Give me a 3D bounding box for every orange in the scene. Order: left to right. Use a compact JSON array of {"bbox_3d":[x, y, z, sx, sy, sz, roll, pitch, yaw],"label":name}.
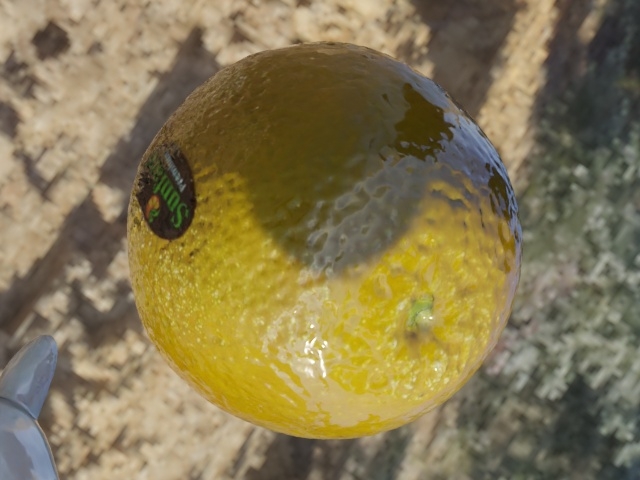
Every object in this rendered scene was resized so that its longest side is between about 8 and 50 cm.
[{"bbox_3d":[0.000,0.000,0.830,0.236,0.236,0.236,-55,174,-9],"label":"orange"}]

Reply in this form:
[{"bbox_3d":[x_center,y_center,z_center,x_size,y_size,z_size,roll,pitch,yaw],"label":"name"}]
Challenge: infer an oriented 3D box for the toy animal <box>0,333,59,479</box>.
[{"bbox_3d":[-0.215,0.173,0.944,0.140,0.282,0.138,-3,143,-34],"label":"toy animal"}]
